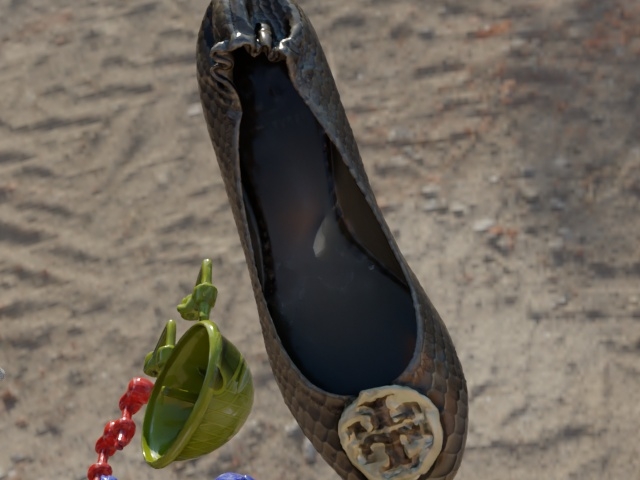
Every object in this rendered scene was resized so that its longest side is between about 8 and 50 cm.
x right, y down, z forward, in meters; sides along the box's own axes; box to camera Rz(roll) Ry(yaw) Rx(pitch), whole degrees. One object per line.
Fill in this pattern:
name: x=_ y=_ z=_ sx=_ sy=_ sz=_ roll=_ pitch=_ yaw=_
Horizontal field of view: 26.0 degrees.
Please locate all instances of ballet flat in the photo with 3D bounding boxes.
ballet flat: x=0.000 y=0.000 z=0.620 sx=0.084 sy=0.250 sz=0.058 roll=-18 pitch=-6 yaw=7

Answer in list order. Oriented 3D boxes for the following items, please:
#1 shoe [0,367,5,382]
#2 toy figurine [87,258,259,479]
shoe: x=-0.348 y=0.182 z=1.176 sx=0.219 sy=0.058 sz=0.076 roll=-56 pitch=35 yaw=-1
toy figurine: x=-0.080 y=0.224 z=1.148 sx=0.217 sy=0.362 sz=0.191 roll=26 pitch=25 yaw=-13
